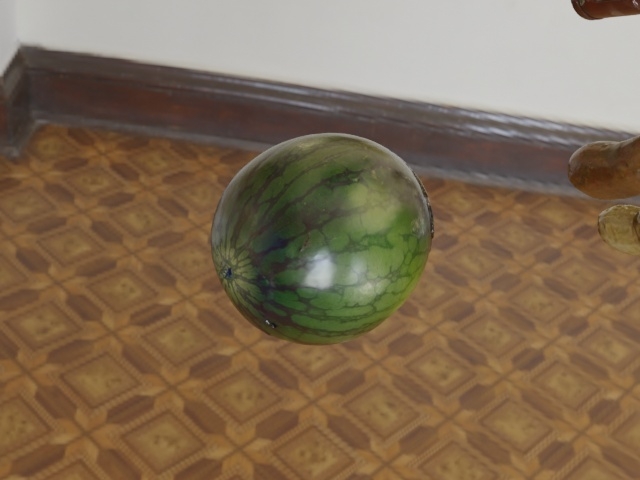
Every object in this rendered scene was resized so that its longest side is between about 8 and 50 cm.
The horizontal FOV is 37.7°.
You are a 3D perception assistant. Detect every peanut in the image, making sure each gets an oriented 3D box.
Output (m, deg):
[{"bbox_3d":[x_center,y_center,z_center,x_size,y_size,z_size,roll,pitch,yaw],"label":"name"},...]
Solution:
[{"bbox_3d":[0.298,-0.010,0.848,0.054,0.053,0.113,-13,8,-32],"label":"peanut"}]

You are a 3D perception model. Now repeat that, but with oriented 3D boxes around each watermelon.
[{"bbox_3d":[0.000,0.000,1.471,0.363,0.363,0.363,8,35,-5],"label":"watermelon"}]

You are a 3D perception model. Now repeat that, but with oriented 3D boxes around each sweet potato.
[{"bbox_3d":[0.460,-0.112,1.310,0.097,0.097,0.292,-17,2,-35],"label":"sweet potato"}]

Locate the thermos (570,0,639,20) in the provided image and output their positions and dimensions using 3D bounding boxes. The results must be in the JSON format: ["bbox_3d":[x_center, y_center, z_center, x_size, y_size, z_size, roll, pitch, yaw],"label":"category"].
[{"bbox_3d":[0.522,-0.424,1.585,0.124,0.098,0.232,-19,15,-13],"label":"thermos"}]
